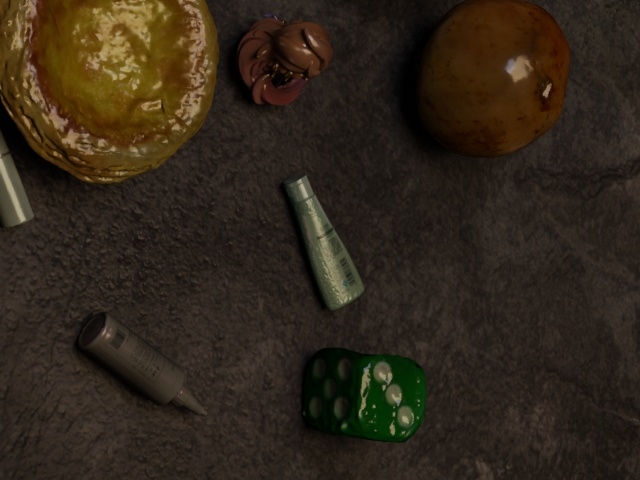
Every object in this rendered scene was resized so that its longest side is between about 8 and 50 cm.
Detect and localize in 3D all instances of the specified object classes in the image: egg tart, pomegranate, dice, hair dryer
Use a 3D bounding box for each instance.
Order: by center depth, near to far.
[{"bbox_3d":[-0.437,-0.064,1.707,0.183,0.044,0.155,-28,102,-32],"label":"hair dryer"},{"bbox_3d":[-0.272,-0.221,1.796,0.318,0.128,0.319,6,81,-36],"label":"egg tart"},{"bbox_3d":[0.060,0.212,2.019,0.128,0.131,0.120,11,81,-39],"label":"dice"},{"bbox_3d":[0.247,-0.241,2.166,0.248,0.248,0.248,5,82,-39],"label":"pomegranate"}]

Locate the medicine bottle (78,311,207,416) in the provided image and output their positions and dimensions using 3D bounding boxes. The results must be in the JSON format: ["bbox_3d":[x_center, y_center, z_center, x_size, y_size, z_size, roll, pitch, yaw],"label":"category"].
[{"bbox_3d":[-0.213,0.166,1.848,0.199,0.057,0.058,41,62,-29],"label":"medicine bottle"}]

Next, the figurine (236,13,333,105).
[{"bbox_3d":[-0.053,-0.245,1.973,0.114,0.157,0.126,7,86,-17],"label":"figurine"}]

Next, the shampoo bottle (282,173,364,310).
[{"bbox_3d":[0.000,0.000,2.048,0.069,0.041,0.191,-32,105,-31],"label":"shampoo bottle"}]
